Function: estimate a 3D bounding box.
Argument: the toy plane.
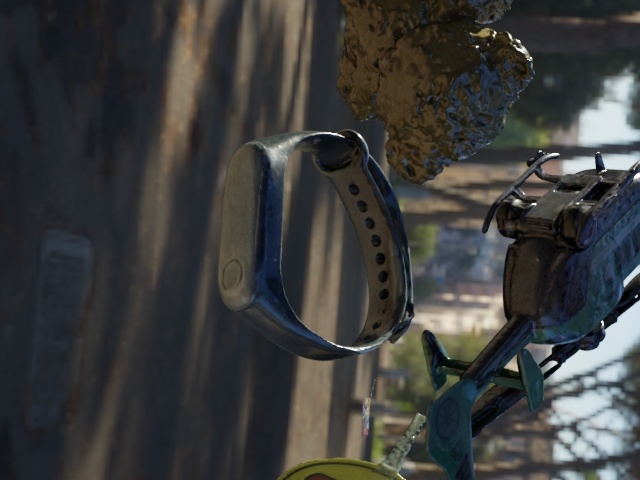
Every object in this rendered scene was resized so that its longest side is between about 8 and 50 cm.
[{"bbox_3d":[0.189,0.046,1.112,0.381,0.106,0.155,-42,124,-39],"label":"toy plane"}]

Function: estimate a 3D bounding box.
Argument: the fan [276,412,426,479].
[{"bbox_3d":[0.053,0.331,1.715,0.335,0.229,0.011,-52,156,-40],"label":"fan"}]

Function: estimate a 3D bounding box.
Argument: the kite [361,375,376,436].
[{"bbox_3d":[0.045,0.155,1.254,0.078,0.002,0.044,-44,134,-73],"label":"kite"}]

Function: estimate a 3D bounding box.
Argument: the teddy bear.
[{"bbox_3d":[0.118,-0.192,1.450,0.156,0.267,0.256,13,39,-47],"label":"teddy bear"}]

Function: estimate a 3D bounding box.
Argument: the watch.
[{"bbox_3d":[0.000,0.000,1.204,0.193,0.068,0.206,14,69,-40],"label":"watch"}]
